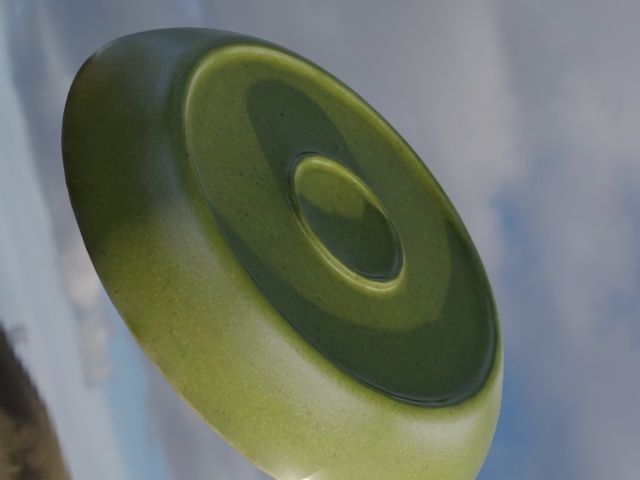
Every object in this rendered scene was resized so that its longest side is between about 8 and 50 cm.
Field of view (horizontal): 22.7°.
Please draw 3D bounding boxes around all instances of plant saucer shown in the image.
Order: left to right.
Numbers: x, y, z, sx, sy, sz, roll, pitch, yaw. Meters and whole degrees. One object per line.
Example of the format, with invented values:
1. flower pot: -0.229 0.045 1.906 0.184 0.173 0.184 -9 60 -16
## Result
1. plant saucer: 0.000 0.000 0.664 0.037 0.241 0.241 -39 -125 30
